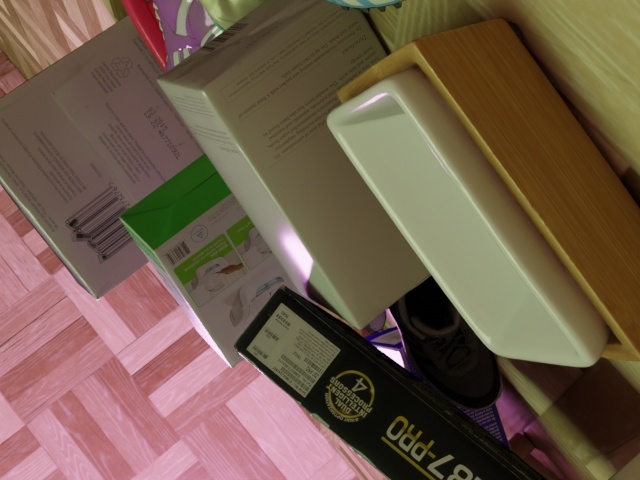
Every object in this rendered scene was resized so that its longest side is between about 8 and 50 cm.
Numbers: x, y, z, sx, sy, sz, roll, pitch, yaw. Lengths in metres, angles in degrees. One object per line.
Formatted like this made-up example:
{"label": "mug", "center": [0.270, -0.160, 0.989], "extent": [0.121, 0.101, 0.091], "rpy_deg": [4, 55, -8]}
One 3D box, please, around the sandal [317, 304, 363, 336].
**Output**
{"label": "sandal", "center": [-0.015, 0.076, 1.739], "extent": [0.079, 0.088, 0.240], "rpy_deg": [27, -155, -45]}

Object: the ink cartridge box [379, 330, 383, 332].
{"label": "ink cartridge box", "center": [0.065, 0.177, 1.933], "extent": [0.175, 0.072, 0.127], "rpy_deg": [53, 167, -4]}

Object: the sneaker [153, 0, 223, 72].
{"label": "sneaker", "center": [-0.163, -0.277, 1.407], "extent": [0.161, 0.102, 0.282], "rpy_deg": [48, 157, -3]}

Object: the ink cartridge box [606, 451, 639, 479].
{"label": "ink cartridge box", "center": [0.419, 0.375, 1.113], "extent": [0.353, 0.119, 0.207], "rpy_deg": [59, 166, -27]}

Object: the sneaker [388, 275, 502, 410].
{"label": "sneaker", "center": [0.140, 0.105, 1.331], "extent": [0.268, 0.101, 0.153], "rpy_deg": [59, -179, -16]}

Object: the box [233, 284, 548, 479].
{"label": "box", "center": [0.119, 0.218, 1.256], "extent": [0.395, 0.097, 0.318], "rpy_deg": [37, -179, 18]}

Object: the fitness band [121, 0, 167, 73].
{"label": "fitness band", "center": [-0.183, -0.271, 1.626], "extent": [0.291, 0.054, 0.209], "rpy_deg": [57, 164, -27]}

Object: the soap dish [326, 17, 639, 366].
{"label": "soap dish", "center": [0.144, -0.037, 0.942], "extent": [0.291, 0.118, 0.229], "rpy_deg": [53, 168, -6]}

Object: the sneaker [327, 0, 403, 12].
{"label": "sneaker", "center": [-0.002, -0.259, 0.917], "extent": [0.237, 0.085, 0.086], "rpy_deg": [43, 172, 33]}

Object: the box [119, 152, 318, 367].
{"label": "box", "center": [-0.087, -0.005, 1.531], "extent": [0.127, 0.262, 0.231], "rpy_deg": [38, 162, 50]}

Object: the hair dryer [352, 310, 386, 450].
{"label": "hair dryer", "center": [0.034, 0.182, 1.789], "extent": [0.080, 0.223, 0.293], "rpy_deg": [3, -142, -51]}

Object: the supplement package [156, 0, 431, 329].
{"label": "supplement package", "center": [0.000, -0.088, 1.177], "extent": [0.293, 0.177, 0.175], "rpy_deg": [57, 167, -21]}

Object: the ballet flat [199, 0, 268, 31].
{"label": "ballet flat", "center": [-0.135, -0.336, 1.230], "extent": [0.248, 0.086, 0.086], "rpy_deg": [51, 168, -3]}

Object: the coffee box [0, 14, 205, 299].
{"label": "coffee box", "center": [-0.355, -0.143, 1.921], "extent": [0.337, 0.338, 0.334], "rpy_deg": [55, 168, -13]}

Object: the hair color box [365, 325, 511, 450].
{"label": "hair color box", "center": [0.175, 0.279, 1.540], "extent": [0.185, 0.110, 0.339], "rpy_deg": [173, 79, -75]}

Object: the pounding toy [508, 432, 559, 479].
{"label": "pounding toy", "center": [0.287, 0.367, 1.623], "extent": [0.206, 0.094, 0.181], "rpy_deg": [58, 166, -28]}
